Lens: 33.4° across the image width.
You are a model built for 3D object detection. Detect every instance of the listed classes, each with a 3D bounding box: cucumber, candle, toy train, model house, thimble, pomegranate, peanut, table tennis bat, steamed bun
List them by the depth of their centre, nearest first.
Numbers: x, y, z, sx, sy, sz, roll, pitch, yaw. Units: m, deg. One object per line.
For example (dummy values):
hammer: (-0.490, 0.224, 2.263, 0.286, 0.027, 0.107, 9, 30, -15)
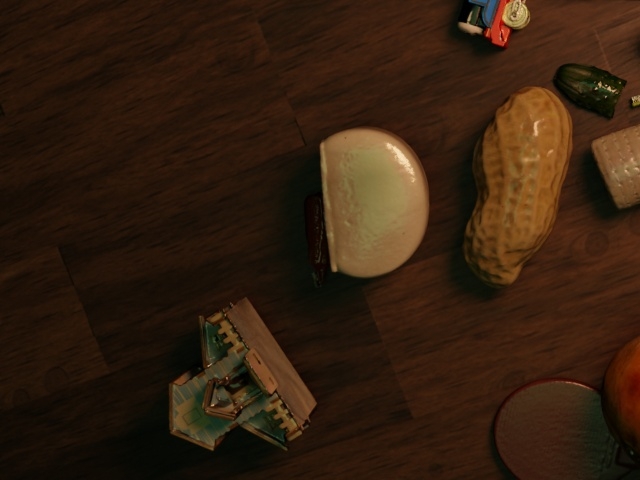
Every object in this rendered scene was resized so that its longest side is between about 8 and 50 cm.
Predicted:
pomegranate: (0.568, 0.240, 1.606, 0.270, 0.229, 0.252, -31, 81, -7)
thimble: (0.471, -0.111, 1.635, 0.090, 0.102, 0.115, -23, 64, 16)
toy train: (0.275, -0.407, 1.645, 0.131, 0.083, 0.204, 18, 100, 10)
cucumber: (0.417, -0.239, 1.662, 0.107, 0.035, 0.067, 23, 105, 11)
peanut: (0.301, -0.079, 1.663, 0.153, 0.140, 0.325, 24, 108, 28)
steamed bun: (0.092, -0.063, 1.705, 0.164, 0.146, 0.241, -5, 97, 8)
table tennis bat: (0.437, 0.334, 1.743, 0.310, 0.038, 0.200, 13, 101, 12)
candle: (0.000, 0.000, 1.791, 0.053, 0.048, 0.162, -2, 98, -4)
model house: (-0.161, 0.258, 1.808, 0.206, 0.178, 0.271, -33, 93, 17)

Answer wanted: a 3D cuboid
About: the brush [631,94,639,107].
brush: (0.523, -0.223, 1.647, 0.083, 0.019, 0.021, -9, 87, 16)
